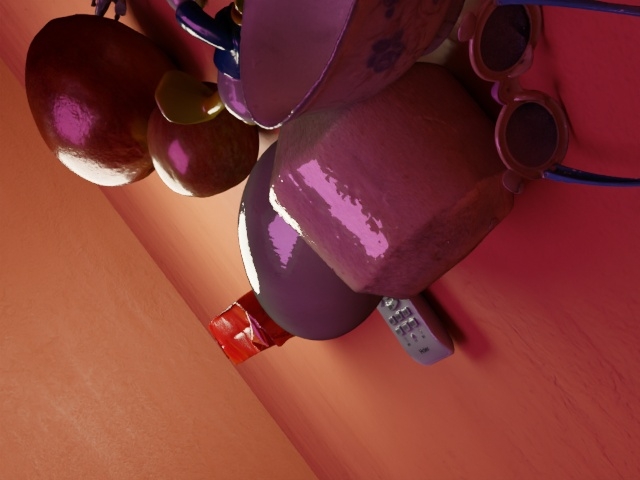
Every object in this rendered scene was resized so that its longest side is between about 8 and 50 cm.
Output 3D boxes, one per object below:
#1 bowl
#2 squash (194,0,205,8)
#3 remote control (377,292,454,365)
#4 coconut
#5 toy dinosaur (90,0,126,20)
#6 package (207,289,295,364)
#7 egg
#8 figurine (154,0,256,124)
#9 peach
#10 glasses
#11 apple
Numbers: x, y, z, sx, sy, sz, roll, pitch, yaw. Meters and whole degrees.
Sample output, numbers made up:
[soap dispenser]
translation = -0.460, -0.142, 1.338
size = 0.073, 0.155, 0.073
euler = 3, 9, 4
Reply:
[bowl]
translation = 0.046, -0.240, 0.781
size = 0.313, 0.146, 0.313
euler = -169, 90, -68
[squash]
translation = -0.207, -0.398, 1.332
size = 0.089, 0.027, 0.027
euler = 61, 159, -15
[remote control]
translation = 0.106, 0.063, 1.344
size = 0.293, 0.051, 0.103
euler = 54, 152, 5
[coconut]
translation = 0.066, -0.081, 0.920
size = 0.266, 0.237, 0.237
euler = 45, 160, 8
[toy dinosaur]
translation = -0.371, -0.473, 1.496
size = 0.383, 0.076, 0.129
euler = 130, 125, -65
[package]
translation = -0.094, 0.143, 1.725
size = 0.123, 0.196, 0.423
euler = 55, 159, 1
[egg]
translation = 0.000, 0.000, 1.198
size = 0.230, 0.230, 0.371
euler = 43, 150, 28
[figurine]
translation = -0.079, -0.289, 1.090
size = 0.338, 0.204, 0.283
euler = -5, 113, 54
[peach]
translation = -0.400, -0.269, 1.597
size = 0.332, 0.308, 0.308
euler = 51, 161, 1
[glasses]
translation = 0.245, -0.132, 0.723
size = 0.221, 0.088, 0.189
euler = 4, 129, 40
[apple]
translation = -0.199, -0.172, 1.451
size = 0.188, 0.188, 0.174
euler = 21, 138, 57
